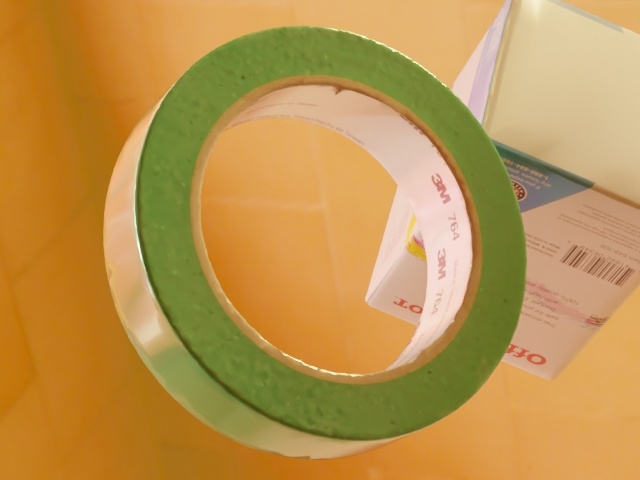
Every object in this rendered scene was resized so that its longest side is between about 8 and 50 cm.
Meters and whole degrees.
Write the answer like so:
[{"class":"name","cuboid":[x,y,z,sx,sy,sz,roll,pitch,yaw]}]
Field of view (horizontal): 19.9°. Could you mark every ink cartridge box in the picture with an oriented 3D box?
[{"class":"ink cartridge box","cuboid":[0.193,-0.045,1.633,0.198,0.270,0.197,23,-128,-8]}]

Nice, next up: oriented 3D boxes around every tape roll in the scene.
[{"class":"tape roll","cuboid":[0.000,0.000,1.368,0.321,0.321,0.077,-32,178,-31]}]
